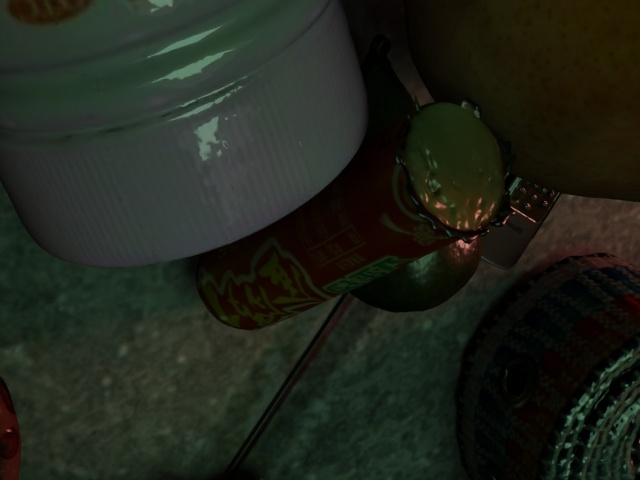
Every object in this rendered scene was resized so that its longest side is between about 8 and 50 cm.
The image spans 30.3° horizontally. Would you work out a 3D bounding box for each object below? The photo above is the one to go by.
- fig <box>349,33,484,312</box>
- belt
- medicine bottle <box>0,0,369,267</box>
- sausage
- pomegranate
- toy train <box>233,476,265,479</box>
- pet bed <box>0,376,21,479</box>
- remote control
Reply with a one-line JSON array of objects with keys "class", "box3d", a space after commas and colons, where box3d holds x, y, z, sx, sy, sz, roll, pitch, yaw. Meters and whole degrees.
[{"class": "fig", "box3d": [0.042, -0.043, 0.761, 0.117, 0.117, 0.177, -24, 108, -18]}, {"class": "belt", "box3d": [0.229, 0.169, 0.931, 0.207, 0.160, 0.295, -12, 118, -24]}, {"class": "medicine bottle", "box3d": [-0.105, -0.168, 0.551, 0.202, 0.202, 0.316, -29, 125, -15]}, {"class": "sausage", "box3d": [0.000, 0.000, 0.691, 0.083, 0.264, 0.083, 13, 65, -31]}, {"class": "pomegranate", "box3d": [0.187, -0.160, 0.676, 0.319, 0.319, 0.319, -13, 119, -24]}, {"class": "toy train", "box3d": [-0.051, 0.296, 0.875, 0.177, 0.116, 0.285, -38, 128, 7]}, {"class": "pet bed", "box3d": [-0.271, 0.135, 0.697, 0.201, 0.053, 0.201, -13, 124, -21]}, {"class": "remote control", "box3d": [0.174, -0.076, 0.864, 0.059, 0.028, 0.212, 28, 97, -33]}]
